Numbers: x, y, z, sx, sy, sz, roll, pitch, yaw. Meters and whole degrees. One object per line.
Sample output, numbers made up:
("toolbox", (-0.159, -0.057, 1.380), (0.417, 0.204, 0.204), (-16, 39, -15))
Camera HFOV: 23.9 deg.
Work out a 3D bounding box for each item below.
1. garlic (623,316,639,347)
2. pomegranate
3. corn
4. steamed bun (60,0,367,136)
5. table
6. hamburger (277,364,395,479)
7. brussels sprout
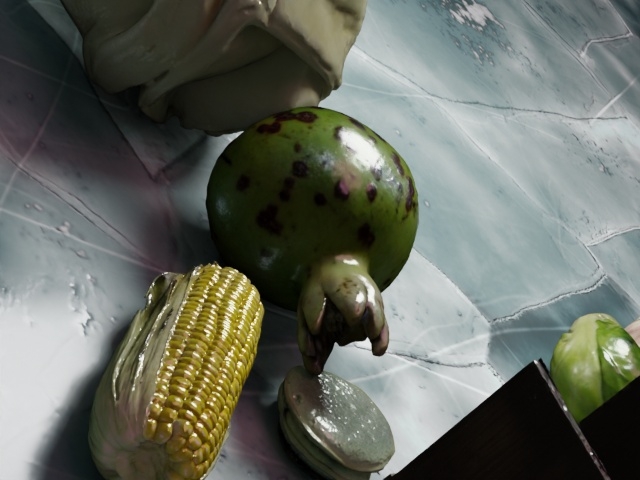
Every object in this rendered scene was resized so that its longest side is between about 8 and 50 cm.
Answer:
("garlic", (0.538, 0.169, 2.112), (0.245, 0.253, 0.245), (27, 28, -16))
("pomegranate", (-0.014, -0.010, 1.622), (0.242, 0.242, 0.306), (39, 26, -13))
("corn", (-0.132, 0.125, 1.426), (0.123, 0.122, 0.305), (16, 28, 4))
("steamed bun", (-0.111, -0.244, 1.750), (0.368, 0.255, 0.342), (-17, 25, -36))
("table", (0.223, 0.269, 1.518), (0.251, 0.282, 0.196), (8, 47, -48))
("hamburger", (0.012, 0.195, 1.568), (0.140, 0.062, 0.133), (24, 31, -31))
("brussels sprout", (0.376, 0.181, 1.994), (0.145, 0.131, 0.183), (5, 53, -57))
